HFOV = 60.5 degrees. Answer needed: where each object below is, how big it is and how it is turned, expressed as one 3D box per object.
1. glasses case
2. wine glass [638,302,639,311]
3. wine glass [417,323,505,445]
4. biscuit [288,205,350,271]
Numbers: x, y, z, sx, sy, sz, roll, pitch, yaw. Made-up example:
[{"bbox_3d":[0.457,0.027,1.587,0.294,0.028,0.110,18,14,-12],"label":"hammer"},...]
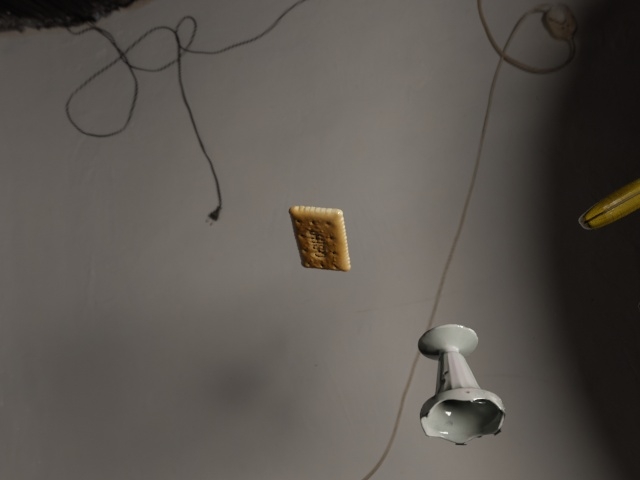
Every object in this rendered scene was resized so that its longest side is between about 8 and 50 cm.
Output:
[{"bbox_3d":[0.744,-0.099,1.333,0.234,0.079,0.064,-32,81,12],"label":"glasses case"},{"bbox_3d":[0.499,0.144,0.661,0.156,0.232,0.156,-29,29,18],"label":"wine glass"},{"bbox_3d":[0.267,0.282,1.099,0.165,0.164,0.196,-22,40,16],"label":"wine glass"},{"bbox_3d":[0.000,0.001,1.592,0.160,0.249,0.030,5,47,14],"label":"biscuit"}]
